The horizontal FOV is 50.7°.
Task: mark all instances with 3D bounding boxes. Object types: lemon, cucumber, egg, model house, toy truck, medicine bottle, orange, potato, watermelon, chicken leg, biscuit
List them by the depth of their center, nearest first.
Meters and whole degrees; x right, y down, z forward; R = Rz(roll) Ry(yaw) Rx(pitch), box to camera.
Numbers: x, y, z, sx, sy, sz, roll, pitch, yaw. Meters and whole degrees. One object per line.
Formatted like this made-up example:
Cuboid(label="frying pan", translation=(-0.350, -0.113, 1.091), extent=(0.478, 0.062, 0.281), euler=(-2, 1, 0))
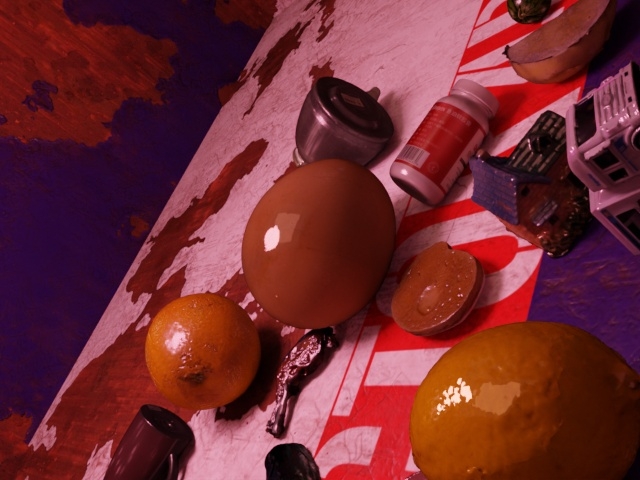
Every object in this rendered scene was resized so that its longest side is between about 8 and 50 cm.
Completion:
Cuboid(label="lemon", translation=(0.237, 0.213, 0.803), extent=(0.263, 0.236, 0.236), euler=(-1, 50, 21))
Cuboid(label="toy truck", translation=(0.409, -0.081, 0.843), extent=(0.155, 0.268, 0.124), euler=(-31, 32, 41))
Cuboid(label="model house", translation=(0.346, -0.106, 1.089), extent=(0.183, 0.172, 0.166), euler=(-50, 24, 4))
Cuboid(label="cucumber", translation=(-0.061, 0.440, 1.191), extent=(0.115, 0.086, 0.193), euler=(-48, 19, 13))
Cuboid(label="biscuit", translation=(0.210, 0.093, 1.202), extent=(0.181, 0.049, 0.208), euler=(-55, 25, -5))
Cuboid(label="potato", translation=(0.487, -0.379, 1.289), extent=(0.243, 0.098, 0.138), euler=(-35, 34, 21))
Cuboid(label="egg", translation=(0.000, 0.000, 1.379), extent=(0.301, 0.301, 0.374), euler=(-21, 39, 48))
Cuboid(label="chicken leg", translation=(-0.049, 0.284, 1.397), extent=(0.106, 0.051, 0.253), euler=(13, 71, 57))
Cuboid(label="medicine bottle", translation=(0.259, -0.204, 1.405), extent=(0.250, 0.131, 0.131), euler=(-54, 26, -4))
Cuboid(label="watermelon", translation=(0.468, -0.532, 1.519), extent=(0.109, 0.109, 0.109), euler=(-39, 29, 26))
Cuboid(label="orange", translation=(-0.267, 0.253, 1.543), extent=(0.274, 0.274, 0.274), euler=(-39, 29, 26))

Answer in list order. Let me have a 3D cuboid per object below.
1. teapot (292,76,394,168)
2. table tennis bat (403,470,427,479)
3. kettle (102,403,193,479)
Cuboid(label="teapot", translation=(0.035, -0.298, 1.792), extent=(0.239, 0.239, 0.321), euler=(-51, 27, 36))
Cuboid(label="table tennis bat", translation=(0.131, 0.398, 0.984), extent=(0.220, 0.019, 0.130), euler=(-20, 41, 46))
Cuboid(label="kettle", translation=(-0.410, 0.540, 1.604), extent=(0.202, 0.144, 0.232), euler=(33, 93, 34))
